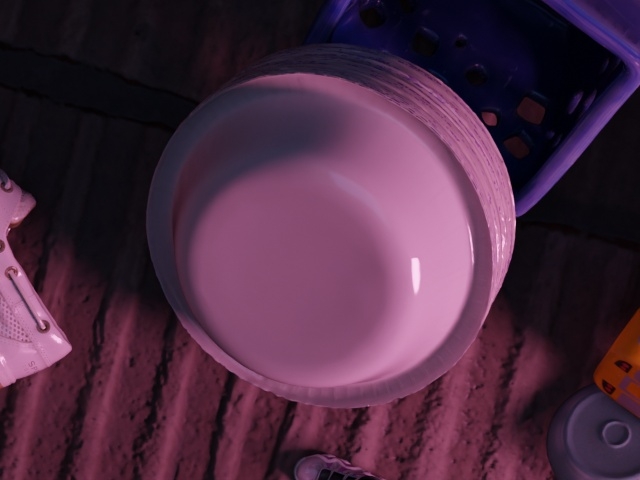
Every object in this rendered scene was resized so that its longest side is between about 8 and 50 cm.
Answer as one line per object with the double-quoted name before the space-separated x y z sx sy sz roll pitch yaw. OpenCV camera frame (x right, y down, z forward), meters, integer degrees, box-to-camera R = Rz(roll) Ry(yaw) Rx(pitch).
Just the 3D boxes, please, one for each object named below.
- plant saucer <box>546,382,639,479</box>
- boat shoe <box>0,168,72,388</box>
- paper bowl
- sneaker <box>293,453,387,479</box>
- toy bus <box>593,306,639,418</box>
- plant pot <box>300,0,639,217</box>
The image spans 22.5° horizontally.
"plant saucer" 0.249 0.167 1.355 0.119 0.021 0.119 -7 57 10
"boat shoe" -0.281 -0.020 1.322 0.096 0.098 0.277 -21 97 -7
"paper bowl" 0.000 0.000 1.252 0.284 0.148 0.284 7 115 16
"sneaker" 0.027 0.204 1.339 0.098 0.069 0.038 17 84 -3
"toy bus" 0.376 0.017 1.342 0.130 0.108 0.332 35 71 12
"plant pot" 0.157 -0.201 1.290 0.236 0.236 0.212 37 53 1
